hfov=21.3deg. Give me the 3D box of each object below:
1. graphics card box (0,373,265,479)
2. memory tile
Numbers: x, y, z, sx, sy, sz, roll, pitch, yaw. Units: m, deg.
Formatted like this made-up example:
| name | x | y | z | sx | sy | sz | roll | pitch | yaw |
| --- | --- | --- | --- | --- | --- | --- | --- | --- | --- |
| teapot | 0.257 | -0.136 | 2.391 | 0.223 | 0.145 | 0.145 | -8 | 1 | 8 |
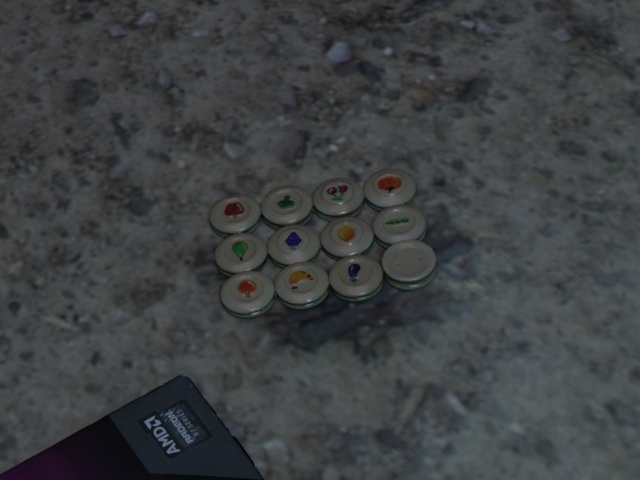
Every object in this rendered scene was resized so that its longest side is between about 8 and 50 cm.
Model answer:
| name | x | y | z | sx | sy | sz | roll | pitch | yaw |
| --- | --- | --- | --- | --- | --- | --- | --- | --- | --- |
| graphics card box | -0.168 | 0.252 | 0.900 | 0.371 | 0.094 | 0.233 | -27 | 49 | -17 |
| memory tile | 0.000 | 0.000 | 1.159 | 0.148 | 0.012 | 0.113 | -10 | 47 | -1 |
